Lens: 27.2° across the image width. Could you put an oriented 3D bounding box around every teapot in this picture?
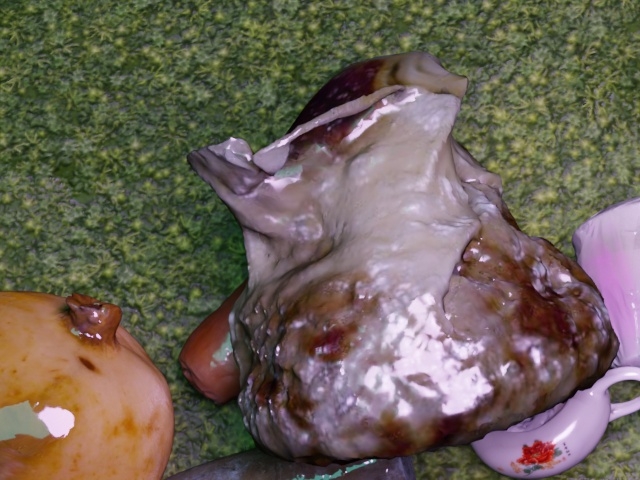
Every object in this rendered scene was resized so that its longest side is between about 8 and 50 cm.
[{"bbox_3d":[0.374,0.053,1.335,0.221,0.163,0.178,-3,71,-7],"label":"teapot"},{"bbox_3d":[0.228,0.172,1.321,0.226,0.092,0.145,-20,38,23],"label":"teapot"}]

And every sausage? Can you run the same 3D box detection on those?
[{"bbox_3d":[0.000,0.000,1.433,0.094,0.094,0.419,40,76,-10],"label":"sausage"}]

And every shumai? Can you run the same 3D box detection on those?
[{"bbox_3d":[0.071,0.002,1.227,0.395,0.395,0.348,-11,91,3],"label":"shumai"}]

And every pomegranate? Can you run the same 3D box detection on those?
[{"bbox_3d":[-0.294,0.193,1.303,0.307,0.307,0.307,-2,68,6],"label":"pomegranate"}]

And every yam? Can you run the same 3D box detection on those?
[{"bbox_3d":[-0.031,0.248,1.332,0.259,0.106,0.106,-20,68,2],"label":"yam"}]
